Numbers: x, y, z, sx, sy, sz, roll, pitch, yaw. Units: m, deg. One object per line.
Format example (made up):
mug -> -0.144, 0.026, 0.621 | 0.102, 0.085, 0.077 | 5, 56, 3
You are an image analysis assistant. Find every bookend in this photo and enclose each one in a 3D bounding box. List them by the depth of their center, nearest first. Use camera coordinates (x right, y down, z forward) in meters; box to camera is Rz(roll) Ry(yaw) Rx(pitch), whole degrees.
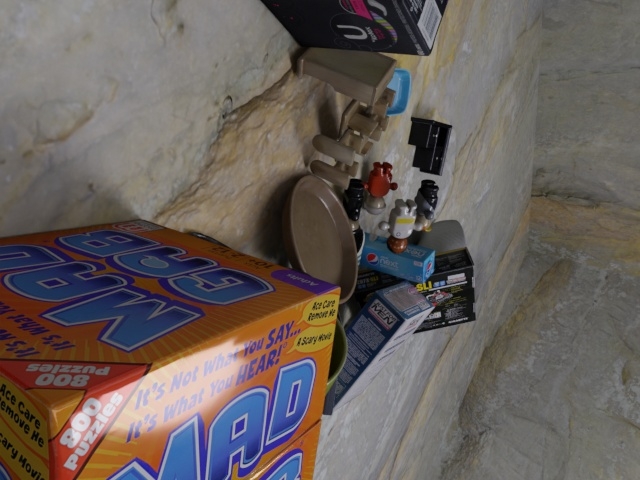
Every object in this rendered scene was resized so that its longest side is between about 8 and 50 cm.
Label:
bookend -> 0.317, -0.277, 1.548 | 0.157, 0.072, 0.156 | -8, 111, -57

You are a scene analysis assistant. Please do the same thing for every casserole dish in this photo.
casserole dish -> 0.173, -0.372, 1.303 | 0.188, 0.037, 0.114 | -24, 124, -53

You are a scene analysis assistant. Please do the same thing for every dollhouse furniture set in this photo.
dollhouse furniture set -> 0.042, -0.274, 1.074 | 0.212, 0.161, 0.242 | -57, 167, -32

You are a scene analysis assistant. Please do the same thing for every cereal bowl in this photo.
cereal bowl -> 0.375, 0.103, 1.696 | 0.339, 0.141, 0.339 | -2, 90, -90

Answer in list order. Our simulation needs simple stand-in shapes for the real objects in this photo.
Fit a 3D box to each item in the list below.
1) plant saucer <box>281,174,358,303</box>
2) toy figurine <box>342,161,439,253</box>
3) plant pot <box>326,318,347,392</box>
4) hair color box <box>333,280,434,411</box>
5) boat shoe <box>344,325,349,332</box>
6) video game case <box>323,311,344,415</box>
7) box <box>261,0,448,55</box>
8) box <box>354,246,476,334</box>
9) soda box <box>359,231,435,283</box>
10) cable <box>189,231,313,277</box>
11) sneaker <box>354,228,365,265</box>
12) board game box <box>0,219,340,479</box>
plant saucer -> 0.000, 0.000, 1.096 | 0.278, 0.041, 0.278 | 36, 47, -51
toy figurine -> 0.164, -0.075, 1.266 | 0.213, 0.209, 0.148 | -39, 146, -47
plant pot -> -0.119, 0.270, 0.954 | 0.274, 0.274, 0.294 | -32, 145, -49
hair color box -> 0.122, 0.269, 1.325 | 0.174, 0.105, 0.347 | -9, 138, -56
boat shoe -> 0.133, 0.264, 1.456 | 0.042, 0.133, 0.049 | 69, 28, -57
video game case -> 0.014, 0.234, 1.186 | 0.274, 0.026, 0.196 | -112, -152, -74
box -> 0.058, -0.416, 0.860 | 0.165, 0.270, 0.143 | 27, 81, -59
box -> 0.265, 0.160, 1.454 | 0.079, 0.321, 0.257 | -97, 171, -46
soda box -> 0.184, 0.042, 1.349 | 0.071, 0.210, 0.067 | -37, 134, -46
cable -> -0.134, 0.063, 0.902 | 0.287, 0.139, 0.072 | 12, 128, -44
sneaker -> 0.075, 0.046, 1.341 | 0.075, 0.057, 0.161 | 23, 83, -76
board game box -> -0.237, 0.204, 0.594 | 0.356, 0.356, 0.356 | -14, 116, -56
